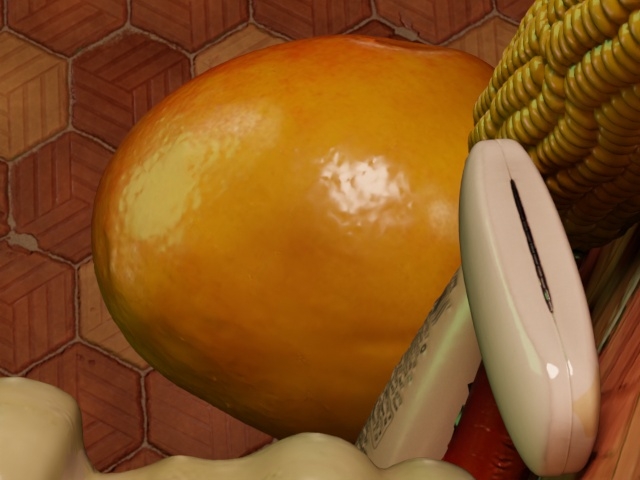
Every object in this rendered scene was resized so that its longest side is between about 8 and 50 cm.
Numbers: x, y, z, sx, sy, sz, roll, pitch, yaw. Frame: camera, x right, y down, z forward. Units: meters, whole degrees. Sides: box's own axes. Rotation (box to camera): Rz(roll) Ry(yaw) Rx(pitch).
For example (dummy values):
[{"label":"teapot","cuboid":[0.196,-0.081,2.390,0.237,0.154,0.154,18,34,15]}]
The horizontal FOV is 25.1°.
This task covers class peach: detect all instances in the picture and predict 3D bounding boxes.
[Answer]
[{"label":"peach","cuboid":[0.000,-0.004,0.949,0.289,0.308,0.289,-50,-19,-25]}]

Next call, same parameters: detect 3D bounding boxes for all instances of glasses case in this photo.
[{"label":"glasses case","cuboid":[0.084,0.023,0.591,0.164,0.041,0.063,-98,6,-48]}]

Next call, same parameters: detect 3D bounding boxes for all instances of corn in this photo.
[{"label":"corn","cuboid":[0.131,-0.075,0.617,0.106,0.106,0.305,-62,-4,-17]}]

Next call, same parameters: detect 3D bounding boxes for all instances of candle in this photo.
[{"label":"candle","cuboid":[0.081,0.108,0.670,0.048,0.053,0.162,43,120,48]}]

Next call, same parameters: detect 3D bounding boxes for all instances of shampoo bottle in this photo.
[{"label":"shampoo bottle","cuboid":[0.056,0.124,0.795,0.127,0.078,0.257,-73,9,-61]}]

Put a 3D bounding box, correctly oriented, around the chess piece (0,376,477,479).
[{"label":"chess piece","cuboid":[-0.114,0.133,0.596,0.182,0.330,0.182,-162,90,-88]}]
